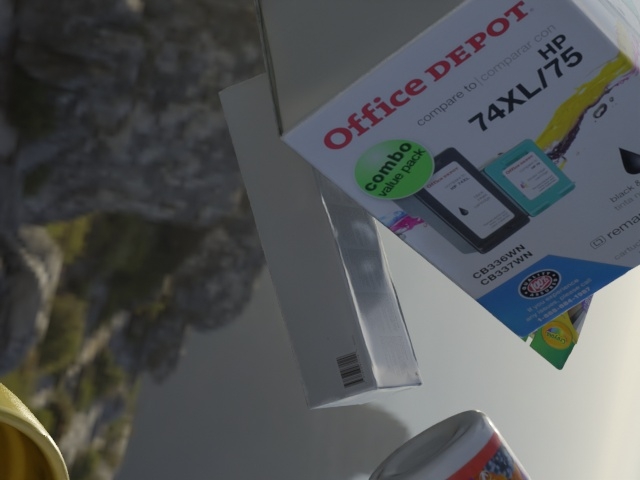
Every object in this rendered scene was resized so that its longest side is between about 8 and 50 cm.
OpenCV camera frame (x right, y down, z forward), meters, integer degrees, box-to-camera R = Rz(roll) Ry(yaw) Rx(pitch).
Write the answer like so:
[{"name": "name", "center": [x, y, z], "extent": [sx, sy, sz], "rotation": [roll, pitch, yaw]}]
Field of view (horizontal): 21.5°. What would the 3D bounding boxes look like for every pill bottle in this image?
[{"name": "pill bottle", "center": [0.127, 0.230, 1.226], "extent": [0.193, 0.108, 0.108], "rotation": [56, 22, -6]}]

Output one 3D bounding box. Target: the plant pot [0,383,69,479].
[{"name": "plant pot", "center": [-0.386, 0.199, 1.494], "extent": [0.254, 0.239, 0.254], "rotation": [-18, 124, -28]}]

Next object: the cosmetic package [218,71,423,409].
[{"name": "cosmetic package", "center": [0.000, 0.000, 1.220], "extent": [0.099, 0.060, 0.239], "rotation": [7, 65, -65]}]

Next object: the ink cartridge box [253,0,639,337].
[{"name": "ink cartridge box", "center": [0.117, -0.112, 1.142], "extent": [0.270, 0.198, 0.197], "rotation": [38, 28, -35]}]

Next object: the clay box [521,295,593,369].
[{"name": "clay box", "center": [0.215, 0.000, 1.607], "extent": [0.127, 0.053, 0.222], "rotation": [39, 63, -32]}]
